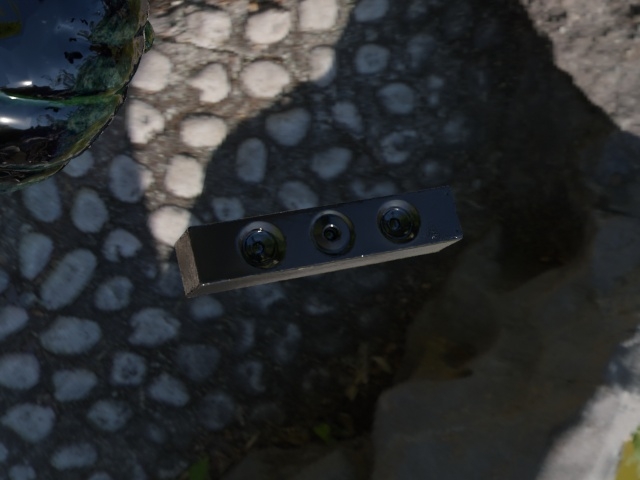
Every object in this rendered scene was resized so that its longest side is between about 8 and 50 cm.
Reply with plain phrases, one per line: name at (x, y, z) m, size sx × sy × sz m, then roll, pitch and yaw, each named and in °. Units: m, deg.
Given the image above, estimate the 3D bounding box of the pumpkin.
pumpkin at (-0.201, -0.151, 0.752) m, size 0.248 × 0.248 × 0.248 m, roll -3°, pitch 97°, yaw -22°

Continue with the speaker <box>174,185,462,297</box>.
speaker at (0.000, 0.000, 0.799) m, size 0.191 × 0.046 × 0.040 m, roll -10°, pitch 80°, yaw -22°
